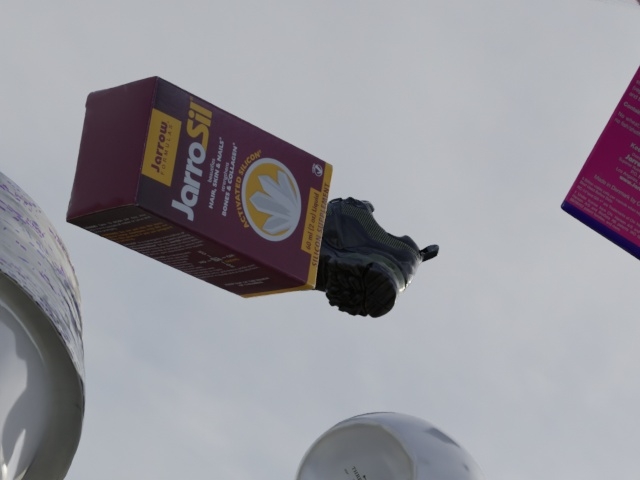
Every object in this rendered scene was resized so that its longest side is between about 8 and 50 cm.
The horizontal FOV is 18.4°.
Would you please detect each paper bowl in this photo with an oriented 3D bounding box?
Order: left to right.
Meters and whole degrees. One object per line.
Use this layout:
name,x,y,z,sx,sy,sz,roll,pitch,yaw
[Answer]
paper bowl,-0.269,0.083,1.062,0.284,0.148,0.284,-5,-48,-5

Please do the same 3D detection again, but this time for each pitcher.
pitcher,0.074,0.209,1.284,0.177,0.125,0.207,58,6,35

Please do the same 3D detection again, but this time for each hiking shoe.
hiking shoe,0.000,0.000,1.936,0.227,0.114,0.086,25,-51,25

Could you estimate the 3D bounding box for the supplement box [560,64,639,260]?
supplement box,0.321,-0.099,1.735,0.114,0.111,0.220,35,-68,15

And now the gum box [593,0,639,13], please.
gum box,0.147,-0.143,0.931,0.107,0.062,0.188,13,5,-10

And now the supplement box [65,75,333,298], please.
supplement box,-0.087,-0.036,1.464,0.081,0.104,0.188,-10,-26,43
